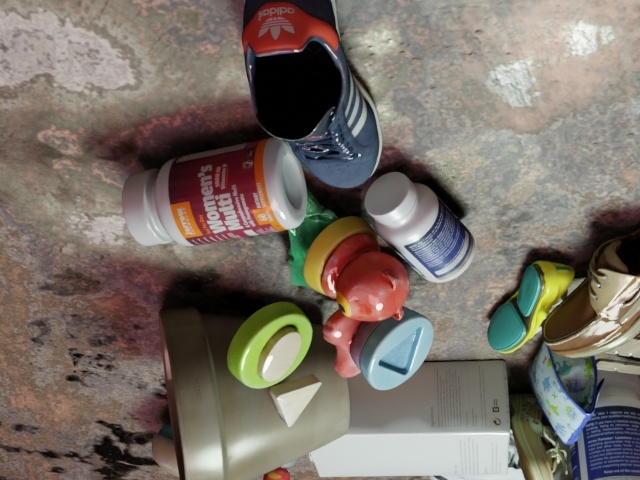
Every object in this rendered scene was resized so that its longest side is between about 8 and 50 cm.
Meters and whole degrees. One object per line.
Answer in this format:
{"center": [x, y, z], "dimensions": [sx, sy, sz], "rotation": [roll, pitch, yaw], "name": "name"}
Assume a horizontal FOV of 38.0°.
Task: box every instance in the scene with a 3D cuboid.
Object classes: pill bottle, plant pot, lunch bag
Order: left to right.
{"center": [-0.138, -0.058, 1.214], "dimensions": [0.221, 0.121, 0.121], "rotation": [-10, 143, 18], "name": "pill bottle"}
{"center": [-0.109, 0.252, 1.539], "dimensions": [0.280, 0.323, 0.323], "rotation": [-9, 147, -12], "name": "plant pot"}
{"center": [0.134, -0.020, 1.268], "dimensions": [0.094, 0.094, 0.169], "rotation": [-19, 140, 29], "name": "pill bottle"}
{"center": [0.424, 0.255, 1.587], "dimensions": [0.096, 0.151, 0.129], "rotation": [-2, 145, -4], "name": "lunch bag"}
{"center": [0.520, 0.368, 1.647], "dimensions": [0.153, 0.265, 0.153], "rotation": [2, 147, 2], "name": "pill bottle"}

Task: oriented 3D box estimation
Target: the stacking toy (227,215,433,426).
{"center": [0.035, 0.154, 1.315], "dimensions": [0.279, 0.130, 0.309], "rotation": [-43, 141, -11], "name": "stacking toy"}

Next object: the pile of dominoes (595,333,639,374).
{"center": [0.598, 0.172, 1.577], "dimensions": [0.251, 0.040, 0.196], "rotation": [10, 145, -23], "name": "pile of dominoes"}

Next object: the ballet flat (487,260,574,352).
{"center": [0.335, 0.107, 1.461], "dimensions": [0.077, 0.077, 0.231], "rotation": [-8, 147, -17], "name": "ballet flat"}

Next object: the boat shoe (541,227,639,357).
{"center": [0.438, 0.045, 1.320], "dimensions": [0.120, 0.122, 0.324], "rotation": [34, 123, -24], "name": "boat shoe"}

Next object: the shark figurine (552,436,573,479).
{"center": [0.515, 0.409, 1.775], "dimensions": [0.278, 0.116, 0.166], "rotation": [-29, 145, 0], "name": "shark figurine"}

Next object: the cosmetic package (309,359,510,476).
{"center": [0.162, 0.336, 1.726], "dimensions": [0.365, 0.155, 0.197], "rotation": [-1, 144, 8], "name": "cosmetic package"}

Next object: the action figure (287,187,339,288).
{"center": [0.000, 0.000, 1.336], "dimensions": [0.137, 0.063, 0.232], "rotation": [-2, 149, 12], "name": "action figure"}

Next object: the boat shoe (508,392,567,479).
{"center": [0.390, 0.345, 1.658], "dimensions": [0.089, 0.285, 0.105], "rotation": [-13, 107, 10], "name": "boat shoe"}

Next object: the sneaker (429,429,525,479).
{"center": [0.400, 0.439, 1.869], "dimensions": [0.366, 0.137, 0.210], "rotation": [2, 147, 7], "name": "sneaker"}

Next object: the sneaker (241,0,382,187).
{"center": [-0.013, -0.143, 1.056], "dimensions": [0.131, 0.148, 0.350], "rotation": [-7, 144, 15], "name": "sneaker"}

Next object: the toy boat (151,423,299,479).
{"center": [-0.191, 0.444, 1.931], "dimensions": [0.318, 0.148, 0.267], "rotation": [26, 165, -27], "name": "toy boat"}
